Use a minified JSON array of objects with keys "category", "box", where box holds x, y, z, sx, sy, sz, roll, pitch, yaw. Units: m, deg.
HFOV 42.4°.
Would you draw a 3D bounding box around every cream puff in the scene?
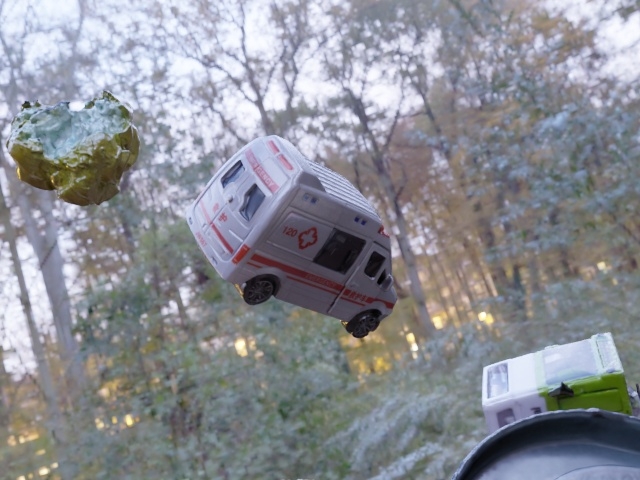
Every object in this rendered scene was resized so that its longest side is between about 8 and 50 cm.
[{"category":"cream puff","box":[-0.282,-0.098,0.951,0.156,0.156,0.121,-15,-35,-17]}]

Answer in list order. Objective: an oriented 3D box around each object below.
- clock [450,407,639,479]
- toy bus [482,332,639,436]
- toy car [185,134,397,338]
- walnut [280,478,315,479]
[{"category":"clock","box":[0.214,0.248,0.510,0.318,0.319,0.066,-11,-46,-32]},{"category":"toy bus","box":[0.250,0.247,0.773,0.139,0.302,0.113,-13,12,16]},{"category":"toy car","box":[0.000,0.000,0.655,0.209,0.089,0.108,24,-70,-46]},{"category":"walnut","box":[-0.019,0.384,0.937,0.193,0.226,0.193,-6,-5,-1]}]
